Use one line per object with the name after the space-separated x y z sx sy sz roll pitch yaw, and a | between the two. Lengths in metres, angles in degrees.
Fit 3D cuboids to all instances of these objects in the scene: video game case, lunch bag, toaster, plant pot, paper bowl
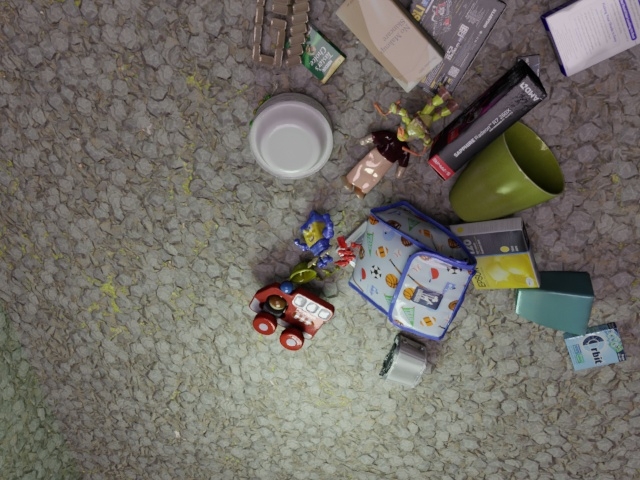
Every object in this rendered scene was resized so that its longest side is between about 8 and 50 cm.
0.188 0.044 1.994 0.201 0.023 0.183 40 118 -9 | video game case
0.309 0.105 1.750 0.385 0.238 0.328 39 130 32 | lunch bag
0.342 0.504 2.133 0.146 0.129 0.227 19 118 0 | toaster
0.820 0.209 1.856 0.234 0.166 0.166 7 118 17 | plant pot
0.567 -0.184 1.677 0.274 0.275 0.293 41 135 -9 | plant pot
-0.098 -0.339 1.762 0.284 0.148 0.284 1 124 1 | paper bowl

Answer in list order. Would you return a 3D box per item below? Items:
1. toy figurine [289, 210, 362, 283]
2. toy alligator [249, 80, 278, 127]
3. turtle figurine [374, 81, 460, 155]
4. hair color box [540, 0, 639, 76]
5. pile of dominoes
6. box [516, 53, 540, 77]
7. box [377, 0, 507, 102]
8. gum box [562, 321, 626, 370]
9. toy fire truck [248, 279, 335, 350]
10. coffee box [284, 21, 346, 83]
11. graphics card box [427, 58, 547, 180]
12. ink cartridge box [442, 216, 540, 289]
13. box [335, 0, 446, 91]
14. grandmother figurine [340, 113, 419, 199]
0.000 0.000 1.970 0.362 0.191 0.217 -42 60 50 | toy figurine
-0.181 -0.462 1.809 0.051 0.056 0.190 11 128 -42 | toy alligator
0.304 -0.377 1.596 0.217 0.087 0.269 -39 127 18 | turtle figurine
0.820 -0.626 1.459 0.338 0.110 0.185 -22 108 24 | hair color box
-0.119 -0.682 1.669 0.195 0.040 0.251 21 119 21 | pile of dominoes
0.636 -0.523 1.603 0.067 0.018 0.083 -2 116 14 | box
0.361 -0.623 1.584 0.257 0.079 0.322 29 119 0 | box
1.031 0.401 1.969 0.184 0.041 0.157 -18 111 20 | gum box
-0.120 0.272 2.082 0.302 0.169 0.254 30 126 -4 | toy fire truck
-0.017 -0.613 1.696 0.184 0.040 0.113 42 118 -10 | coffee box
0.494 -0.364 1.583 0.094 0.233 0.371 44 122 -9 | graphics card box
0.565 0.057 1.796 0.307 0.072 0.304 -8 136 30 | ink cartridge box
0.208 -0.600 1.521 0.311 0.121 0.148 45 119 -6 | box
0.217 -0.296 1.778 0.207 0.104 0.342 29 120 -35 | grandmother figurine
